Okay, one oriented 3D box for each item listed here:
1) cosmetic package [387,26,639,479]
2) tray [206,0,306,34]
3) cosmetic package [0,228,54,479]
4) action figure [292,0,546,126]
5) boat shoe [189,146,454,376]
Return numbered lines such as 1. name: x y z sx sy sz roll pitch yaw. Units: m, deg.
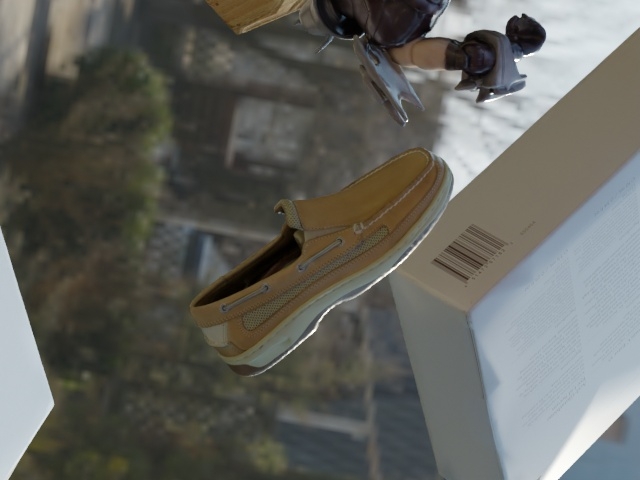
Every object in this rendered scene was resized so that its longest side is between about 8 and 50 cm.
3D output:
1. cosmetic package: 0.230 0.009 1.574 0.377 0.097 0.284 -41 140 -22
2. tray: 0.086 -0.338 1.677 0.076 0.411 0.203 47 36 -37
3. cosmetic package: -0.397 0.021 1.604 0.453 0.230 0.161 80 27 -43
4. action figure: 0.097 -0.178 1.134 0.185 0.285 0.099 59 32 -13
5. boat shoe: 0.000 0.000 1.214 0.190 0.072 0.068 -43 -152 -9
